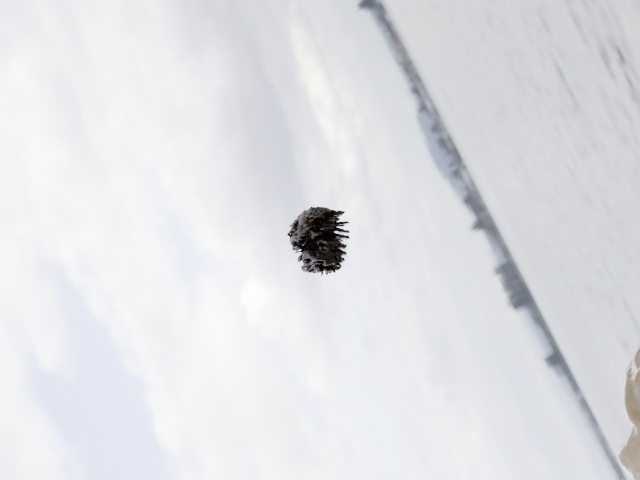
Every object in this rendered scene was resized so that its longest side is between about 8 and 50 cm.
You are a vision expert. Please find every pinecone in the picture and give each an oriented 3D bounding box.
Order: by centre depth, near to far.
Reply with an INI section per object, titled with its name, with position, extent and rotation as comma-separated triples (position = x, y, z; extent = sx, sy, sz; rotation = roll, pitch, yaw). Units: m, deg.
[pinecone]
position = 0.000, 0.000, 1.493
extent = 0.077, 0.077, 0.083
rotation = -24, -77, -82

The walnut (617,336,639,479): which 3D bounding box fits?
[walnut]
position = 0.365, 0.135, 1.019
extent = 0.224, 0.257, 0.257
rotation = 65, -172, 20
